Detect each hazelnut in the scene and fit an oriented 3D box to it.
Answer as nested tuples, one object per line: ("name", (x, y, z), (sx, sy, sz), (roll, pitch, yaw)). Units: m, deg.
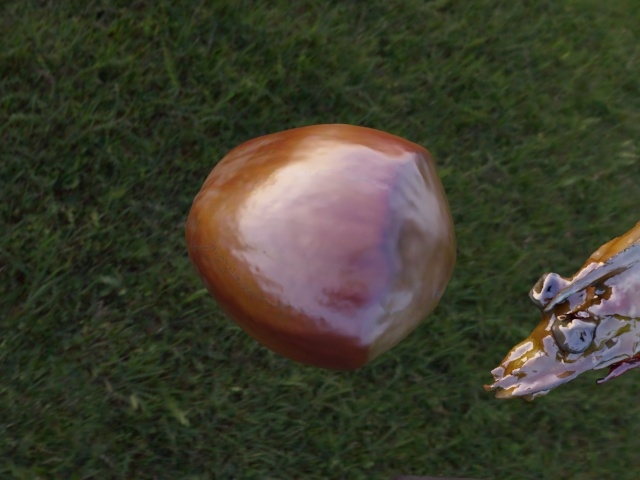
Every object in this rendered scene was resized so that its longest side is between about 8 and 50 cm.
("hazelnut", (0.009, 0.001, 1.423), (0.366, 0.366, 0.366), (7, 74, -24))

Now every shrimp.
("shrimp", (0.215, 0.016, 0.569), (0.294, 0.062, 0.154), (-23, 131, -7))

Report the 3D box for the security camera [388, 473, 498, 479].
("security camera", (0.132, 0.321, 0.806), (0.191, 0.197, 0.277), (18, 70, -45))
